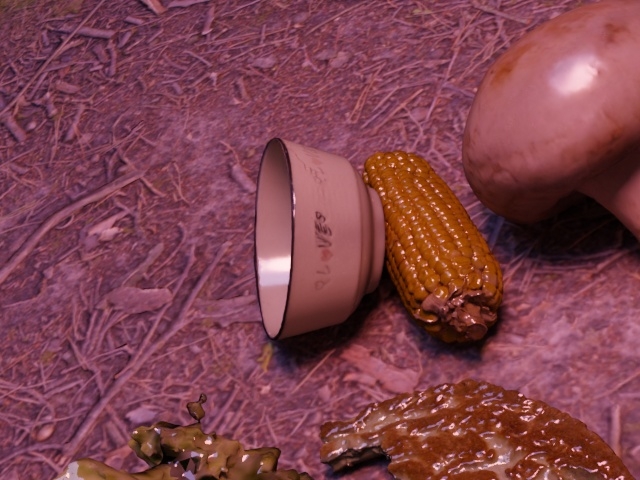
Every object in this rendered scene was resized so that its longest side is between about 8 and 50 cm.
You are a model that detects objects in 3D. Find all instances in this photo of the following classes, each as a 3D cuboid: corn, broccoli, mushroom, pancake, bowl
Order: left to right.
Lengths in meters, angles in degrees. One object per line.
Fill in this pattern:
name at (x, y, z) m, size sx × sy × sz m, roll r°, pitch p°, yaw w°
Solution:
broccoli at (-0.162, 0.296, 1.009) m, size 0.348 × 0.280 × 0.293 m, roll -11°, pitch 48°, yaw 11°
bowl at (0.000, 0.000, 1.256) m, size 0.127 × 0.237 × 0.237 m, roll 2°, pitch 44°, yaw -12°
corn at (0.125, -0.001, 1.249) m, size 0.119 × 0.119 × 0.321 m, roll -26°, pitch 44°, yaw 4°
pancake at (0.159, 0.240, 1.064) m, size 0.377 × 0.054 × 0.197 m, roll 14°, pitch 57°, yaw 38°
mushroom at (0.307, -0.100, 1.161) m, size 0.298 × 0.297 × 0.290 m, roll -31°, pitch 78°, yaw -1°
